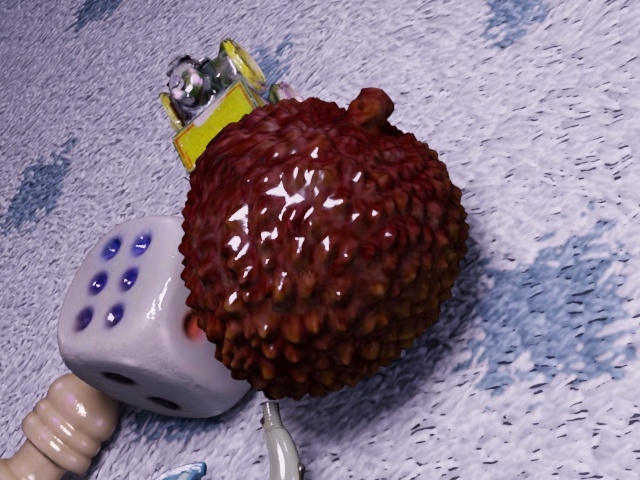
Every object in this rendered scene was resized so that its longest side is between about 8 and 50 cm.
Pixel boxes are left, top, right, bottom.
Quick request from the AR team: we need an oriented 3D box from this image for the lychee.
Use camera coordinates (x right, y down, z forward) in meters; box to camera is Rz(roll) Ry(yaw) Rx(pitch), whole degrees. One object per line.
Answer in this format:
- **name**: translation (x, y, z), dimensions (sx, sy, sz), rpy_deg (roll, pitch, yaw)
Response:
- **lychee**: translation (0.000, 0.000, 1.000), dimensions (0.306, 0.306, 0.330), rpy_deg (40, 117, 51)

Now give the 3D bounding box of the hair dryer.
- **hair dryer**: translation (0.019, 0.269, 0.914), dimensions (0.219, 0.088, 0.224), rpy_deg (1, 67, 26)

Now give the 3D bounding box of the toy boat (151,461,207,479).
- **toy boat**: translation (-0.146, 0.338, 1.038), dimensions (0.102, 0.088, 0.215), rpy_deg (1, 53, 4)

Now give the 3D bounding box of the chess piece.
- **chess piece**: translation (-0.335, 0.257, 1.252), dimensions (0.307, 0.124, 0.139), rpy_deg (-53, 9, -9)

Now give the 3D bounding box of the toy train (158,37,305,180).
- **toy train**: translation (-0.084, -0.129, 1.206), dimensions (0.134, 0.261, 0.177), rpy_deg (-40, 54, 14)

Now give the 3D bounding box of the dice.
- **dice**: translation (-0.180, 0.093, 1.162), dimensions (0.194, 0.192, 0.193), rpy_deg (-5, 58, 39)
